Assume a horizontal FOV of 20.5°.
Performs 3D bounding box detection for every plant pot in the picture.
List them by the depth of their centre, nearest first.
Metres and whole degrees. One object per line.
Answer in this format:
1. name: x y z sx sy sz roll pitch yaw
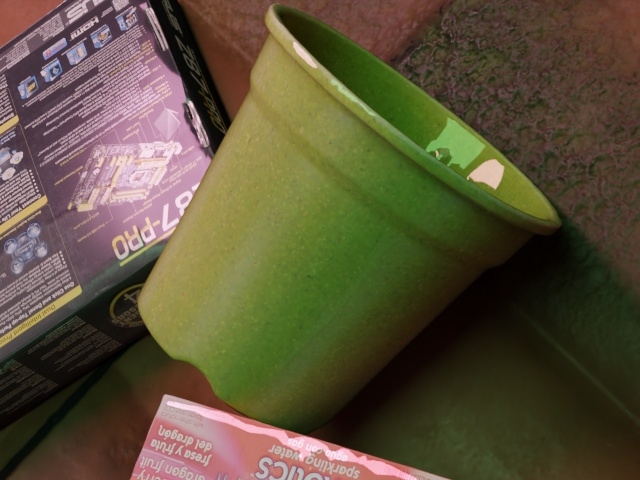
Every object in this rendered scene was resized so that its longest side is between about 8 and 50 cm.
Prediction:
1. plant pot: 0.000 0.000 1.370 0.254 0.276 0.276 -52 52 13

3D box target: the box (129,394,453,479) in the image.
1. box: 0.010 0.230 1.299 0.300 0.154 0.142 13 74 33

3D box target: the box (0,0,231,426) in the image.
1. box: -0.262 -0.029 1.616 0.395 0.097 0.318 -34 53 12
